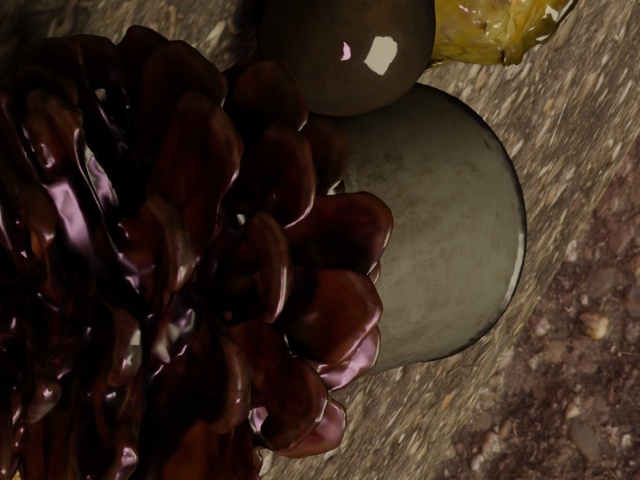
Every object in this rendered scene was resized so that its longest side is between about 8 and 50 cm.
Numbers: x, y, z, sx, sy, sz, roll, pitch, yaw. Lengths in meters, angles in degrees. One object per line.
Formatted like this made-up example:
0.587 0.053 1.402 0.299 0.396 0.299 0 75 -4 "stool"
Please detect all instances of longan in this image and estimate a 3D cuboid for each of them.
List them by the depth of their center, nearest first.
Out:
0.028 -0.202 1.787 0.167 0.167 0.187 93 14 -57 "longan"

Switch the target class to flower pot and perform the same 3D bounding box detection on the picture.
0.000 0.000 1.868 0.330 0.293 0.294 -12 134 -56 "flower pot"

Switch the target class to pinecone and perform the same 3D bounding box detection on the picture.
-0.152 0.036 1.396 0.398 0.397 0.398 -47 159 -24 "pinecone"

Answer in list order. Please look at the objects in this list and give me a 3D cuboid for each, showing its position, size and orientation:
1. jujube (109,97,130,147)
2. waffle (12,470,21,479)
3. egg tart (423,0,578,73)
-0.138 -0.075 1.670 0.166 0.104 0.104 -36 153 -45 "jujube"
-0.236 0.147 1.875 0.261 0.056 0.250 -64 161 16 "waffle"
0.200 -0.308 2.063 0.345 0.132 0.345 -46 157 -26 "egg tart"
